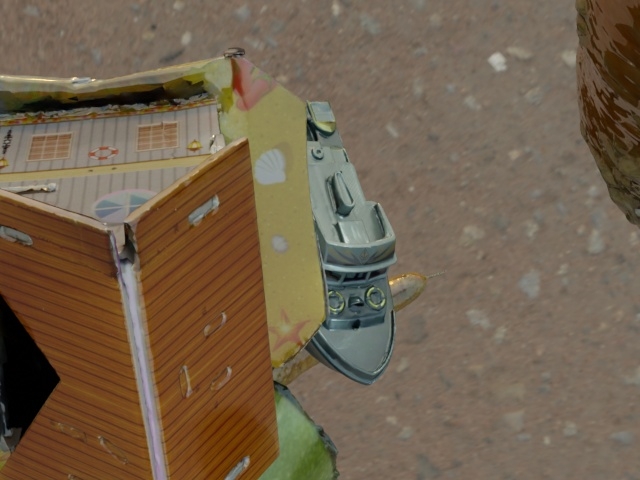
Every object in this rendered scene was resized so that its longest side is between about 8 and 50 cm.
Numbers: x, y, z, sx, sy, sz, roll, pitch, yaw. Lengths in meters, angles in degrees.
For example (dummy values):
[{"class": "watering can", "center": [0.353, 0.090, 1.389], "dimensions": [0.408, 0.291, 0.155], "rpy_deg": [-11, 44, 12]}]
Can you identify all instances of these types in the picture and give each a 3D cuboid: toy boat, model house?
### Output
[{"class": "toy boat", "center": [0.001, -0.003, 1.186], "dimensions": [0.114, 0.122, 0.296], "rpy_deg": [-4, 61, -30]}, {"class": "model house", "center": [-0.093, 0.050, 0.518], "dimensions": [0.208, 0.136, 0.219], "rpy_deg": [-5, 119, -4]}]

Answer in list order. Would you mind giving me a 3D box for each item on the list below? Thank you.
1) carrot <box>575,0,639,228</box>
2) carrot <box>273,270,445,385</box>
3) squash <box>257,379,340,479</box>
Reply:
[{"class": "carrot", "center": [0.179, -0.088, 0.576], "dimensions": [0.139, 0.302, 0.138], "rpy_deg": [-4, 72, 12]}, {"class": "carrot", "center": [0.031, 0.102, 1.626], "dimensions": [0.298, 0.078, 0.078], "rpy_deg": [-26, 84, -17]}, {"class": "squash", "center": [-0.172, 0.291, 1.208], "dimensions": [0.310, 0.310, 0.308], "rpy_deg": [32, 53, -7]}]
